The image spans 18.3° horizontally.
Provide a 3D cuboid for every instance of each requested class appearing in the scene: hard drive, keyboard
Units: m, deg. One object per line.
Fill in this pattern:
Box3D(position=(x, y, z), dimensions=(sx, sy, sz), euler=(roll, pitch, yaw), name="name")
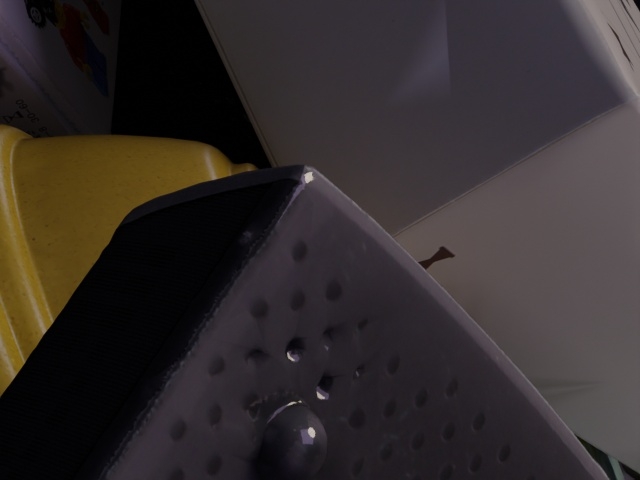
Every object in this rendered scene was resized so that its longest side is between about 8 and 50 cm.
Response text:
Box3D(position=(0.001, 0.114, 0.396), dimensions=(0.172, 0.054, 0.254), euler=(-57, 136, -17), name="hard drive")
Box3D(position=(0.000, 0.000, 0.685), dimensions=(0.180, 0.023, 0.108), euler=(46, 15, 15), name="keyboard")

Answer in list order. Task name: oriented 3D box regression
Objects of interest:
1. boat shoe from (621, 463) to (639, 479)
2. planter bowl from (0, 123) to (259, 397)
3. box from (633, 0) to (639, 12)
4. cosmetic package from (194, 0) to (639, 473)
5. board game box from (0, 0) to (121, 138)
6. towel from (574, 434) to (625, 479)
Box3D(position=(0.182, 0.134, 0.852), dimensions=(0.104, 0.089, 0.285), euler=(36, 25, -53), name="boat shoe")
Box3D(position=(-0.034, 0.043, 0.479), dimensions=(0.217, 0.090, 0.217), euler=(63, 3, -6), name="planter bowl")
Box3D(position=(0.150, -0.039, 0.968), dimensions=(0.153, 0.207, 0.108), euler=(61, 21, -24), name="box")
Box3D(position=(0.049, -0.083, 0.677), dimensions=(0.284, 0.097, 0.377), euler=(67, 14, 22), name="cosmetic package")
Box3D(position=(-0.122, -0.180, 0.595), dimensions=(0.193, 0.053, 0.305), euler=(54, 25, -42), name="board game box")
Box3D(position=(0.106, 0.228, 0.737), dimensions=(0.374, 0.090, 0.320), euler=(62, 15, -23), name="towel")
